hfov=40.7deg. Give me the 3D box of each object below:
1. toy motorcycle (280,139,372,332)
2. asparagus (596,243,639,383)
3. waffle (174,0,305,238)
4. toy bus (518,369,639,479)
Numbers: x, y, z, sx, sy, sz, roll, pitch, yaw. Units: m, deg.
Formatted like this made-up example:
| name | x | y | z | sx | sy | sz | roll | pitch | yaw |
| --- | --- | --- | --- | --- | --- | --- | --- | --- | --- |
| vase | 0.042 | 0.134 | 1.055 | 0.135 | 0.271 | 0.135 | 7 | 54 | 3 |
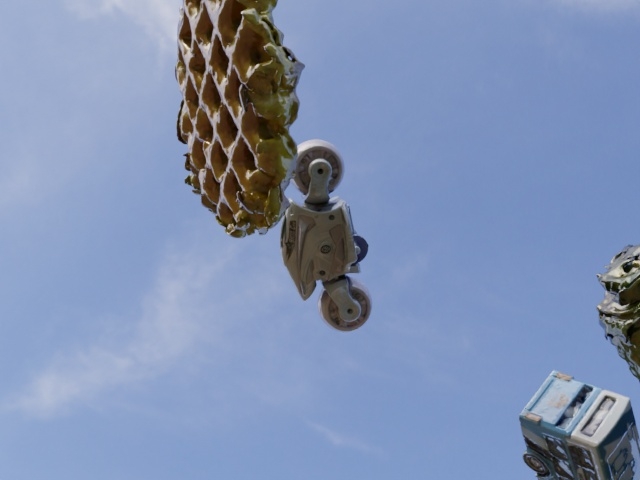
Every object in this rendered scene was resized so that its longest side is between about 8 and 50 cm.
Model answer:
| name | x | y | z | sx | sy | sz | roll | pitch | yaw |
| --- | --- | --- | --- | --- | --- | --- | --- | --- | --- |
| toy motorcycle | 0.000 | 0.000 | 1.097 | 0.112 | 0.112 | 0.254 | -9 | -76 | 17 |
| asparagus | 0.419 | 0.178 | 0.911 | 0.108 | 0.128 | 0.382 | -33 | -91 | 36 |
| waffle | -0.102 | -0.163 | 0.965 | 0.068 | 0.302 | 0.325 | -9 | -79 | -24 |
| toy bus | 0.358 | 0.315 | 1.138 | 0.131 | 0.106 | 0.297 | 12 | -44 | 46 |
